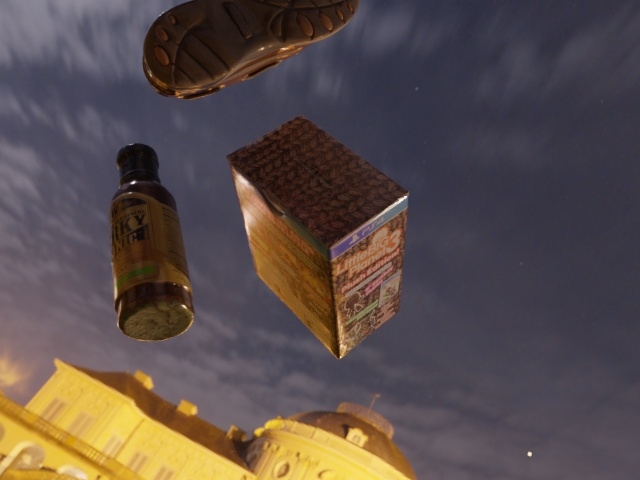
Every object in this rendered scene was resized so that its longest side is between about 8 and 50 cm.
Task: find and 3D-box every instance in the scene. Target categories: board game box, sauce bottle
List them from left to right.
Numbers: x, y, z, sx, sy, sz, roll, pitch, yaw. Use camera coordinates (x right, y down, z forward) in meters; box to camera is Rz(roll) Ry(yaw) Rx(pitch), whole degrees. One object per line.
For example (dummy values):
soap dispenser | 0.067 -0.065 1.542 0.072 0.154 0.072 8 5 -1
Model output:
sauce bottle | -0.274 -0.013 0.864 0.111 0.344 0.111 -14 -37 -11
board game box | 0.000 0.000 0.856 0.232 0.141 0.291 42 -25 31

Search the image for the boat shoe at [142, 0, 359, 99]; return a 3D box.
boat shoe | -0.092 -0.280 0.730 0.123 0.324 0.116 63 -26 -6
